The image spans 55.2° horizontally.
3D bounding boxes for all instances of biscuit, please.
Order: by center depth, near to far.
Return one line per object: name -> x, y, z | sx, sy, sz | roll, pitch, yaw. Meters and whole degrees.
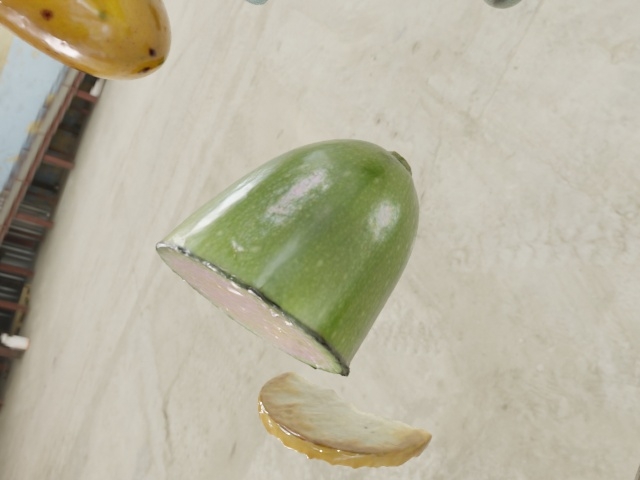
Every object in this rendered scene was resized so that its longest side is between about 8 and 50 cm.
biscuit -> 0.013, 0.310, 1.028 | 0.308, 0.204, 0.040 | 16, 103, 31

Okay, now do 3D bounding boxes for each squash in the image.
squash -> -0.015, -0.021, 0.852 | 0.309, 0.310, 0.310 | -57, 25, -16

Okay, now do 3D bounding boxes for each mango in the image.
mango -> -0.259, -0.267, 0.588 | 0.160, 0.290, 0.191 | -45, 6, 0

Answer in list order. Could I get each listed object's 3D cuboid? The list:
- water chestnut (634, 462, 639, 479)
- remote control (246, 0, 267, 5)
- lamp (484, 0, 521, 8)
water chestnut -> 0.473, 0.281, 0.611 | 0.350, 0.350, 0.302 | -54, 10, 30
remote control -> 0.003, -0.228, 0.303 | 0.293, 0.051, 0.103 | -14, 91, 61
lamp -> 0.372, -0.524, 1.240 | 0.105, 0.105, 0.105 | -38, 43, 46
